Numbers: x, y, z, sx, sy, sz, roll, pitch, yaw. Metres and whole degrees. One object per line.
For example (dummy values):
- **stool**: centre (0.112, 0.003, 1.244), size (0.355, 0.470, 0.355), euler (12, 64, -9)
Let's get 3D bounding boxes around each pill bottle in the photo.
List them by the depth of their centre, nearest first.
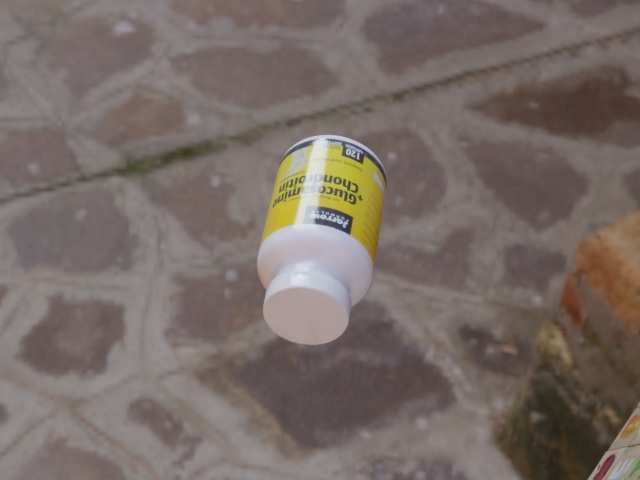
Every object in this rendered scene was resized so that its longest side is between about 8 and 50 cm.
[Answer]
- **pill bottle**: centre (0.000, 0.000, 1.344), size (0.103, 0.103, 0.184), euler (9, 46, 2)

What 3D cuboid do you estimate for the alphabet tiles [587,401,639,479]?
- **alphabet tiles**: centre (0.341, 0.160, 1.395), size (0.011, 0.342, 0.285), euler (37, 74, 0)
